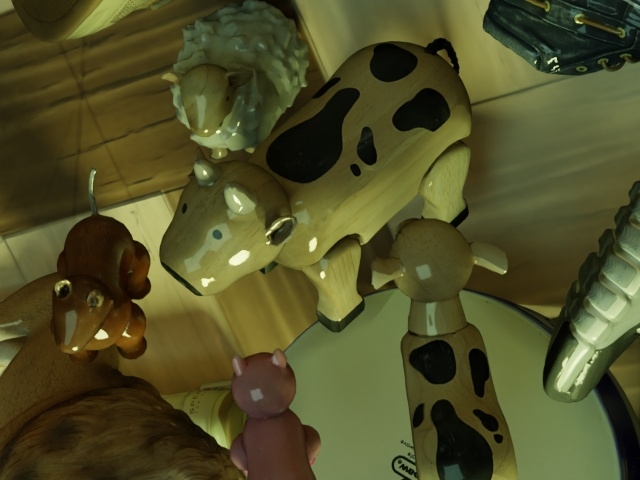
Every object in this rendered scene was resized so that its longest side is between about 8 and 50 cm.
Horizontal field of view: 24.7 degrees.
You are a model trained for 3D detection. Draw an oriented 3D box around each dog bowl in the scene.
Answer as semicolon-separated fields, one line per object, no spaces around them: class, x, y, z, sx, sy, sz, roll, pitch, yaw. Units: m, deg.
dog bowl;0.080;0.163;0.978;0.265;0.104;0.265;-4;80;21

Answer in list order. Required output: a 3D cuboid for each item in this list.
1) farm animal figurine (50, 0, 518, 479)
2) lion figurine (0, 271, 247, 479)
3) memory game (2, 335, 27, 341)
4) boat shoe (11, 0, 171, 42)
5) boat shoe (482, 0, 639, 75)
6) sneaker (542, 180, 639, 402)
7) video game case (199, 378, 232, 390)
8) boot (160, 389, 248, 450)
farm animal figurine;0.000;0.000;0.864;0.330;0.327;0.172;21;150;18
lion figurine;-0.187;0.112;1.055;0.240;0.392;0.142;-29;132;10
memory game;-0.237;0.151;1.252;0.186;0.012;0.186;11;120;20
boat shoe;-0.075;-0.230;0.878;0.341;0.110;0.121;-25;86;48
boat shoe;0.189;-0.129;0.878;0.183;0.065;0.083;29;127;15
sneaker;0.228;0.021;0.842;0.132;0.086;0.228;26;112;1
video game case;-0.028;0.144;1.153;0.122;0.011;0.087;-11;111;29
boot;-0.122;0.212;1.178;0.165;0.077;0.213;3;113;22
